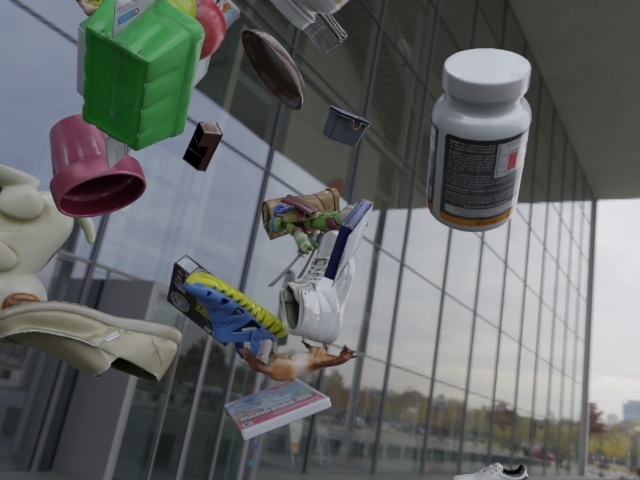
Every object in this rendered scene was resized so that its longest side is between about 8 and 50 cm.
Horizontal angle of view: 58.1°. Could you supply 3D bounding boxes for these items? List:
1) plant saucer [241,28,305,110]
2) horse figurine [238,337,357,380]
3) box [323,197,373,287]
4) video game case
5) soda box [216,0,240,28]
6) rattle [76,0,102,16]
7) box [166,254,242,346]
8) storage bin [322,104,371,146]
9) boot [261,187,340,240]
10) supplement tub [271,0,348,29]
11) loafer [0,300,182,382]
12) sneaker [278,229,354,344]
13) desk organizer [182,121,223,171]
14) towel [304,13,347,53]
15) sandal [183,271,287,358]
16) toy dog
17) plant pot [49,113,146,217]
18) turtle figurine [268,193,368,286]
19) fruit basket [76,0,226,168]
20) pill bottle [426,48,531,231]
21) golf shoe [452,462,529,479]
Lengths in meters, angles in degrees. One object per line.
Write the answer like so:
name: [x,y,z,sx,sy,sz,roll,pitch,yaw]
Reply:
plant saucer: [-0.146,-0.571,1.909,0.310,0.050,0.310,48,-11,13]
horse figurine: [-0.060,0.286,1.400,0.263,0.066,0.174,-8,16,-13]
box: [0.062,0.001,1.312,0.037,0.136,0.225,22,27,9]
video game case: [-0.111,0.392,1.368,0.204,0.025,0.285,-16,0,-18]
soda box: [-0.307,-0.591,1.611,0.058,0.183,0.063,44,-2,-10]
rattle: [-0.554,-0.677,1.576,0.200,0.130,0.143,-35,-23,3]
box: [-0.380,0.202,1.914,0.270,0.060,0.216,37,-44,10]
storage bin: [0.078,-0.347,1.782,0.135,0.091,0.098,11,21,-35]
boot: [-0.059,-0.048,1.917,0.270,0.236,0.089,-18,19,-32]
supplement tub: [0.025,-0.620,1.170,0.331,0.241,0.241,-36,-36,20]
loafer: [-0.337,0.154,0.845,0.269,0.092,0.102,13,-29,-26]
sneaker: [-0.011,0.098,1.414,0.108,0.292,0.169,-5,-18,40]
desk organizer: [-0.295,-0.233,1.437,0.050,0.047,0.130,-4,-37,-39]
towel: [-0.006,-0.796,2.158,0.187,0.049,0.282,48,-5,-15]
sandal: [-0.218,0.194,1.422,0.317,0.138,0.126,42,-10,-33]
toy dog: [-0.830,0.055,1.538,0.285,0.407,0.395,-10,-20,36]
plant pot: [-0.517,-0.175,1.297,0.201,0.180,0.201,-24,-13,-6]
turtle figurine: [0.000,0.000,1.611,0.266,0.274,0.198,-15,-25,19]
fruit basket: [-0.258,-0.333,0.971,0.165,0.353,0.327,25,-40,-4]
pill bottle: [0.264,-0.164,0.971,0.162,0.162,0.278,7,-48,13]
golf shoe: [0.419,0.587,1.428,0.186,0.085,0.067,0,3,2]
